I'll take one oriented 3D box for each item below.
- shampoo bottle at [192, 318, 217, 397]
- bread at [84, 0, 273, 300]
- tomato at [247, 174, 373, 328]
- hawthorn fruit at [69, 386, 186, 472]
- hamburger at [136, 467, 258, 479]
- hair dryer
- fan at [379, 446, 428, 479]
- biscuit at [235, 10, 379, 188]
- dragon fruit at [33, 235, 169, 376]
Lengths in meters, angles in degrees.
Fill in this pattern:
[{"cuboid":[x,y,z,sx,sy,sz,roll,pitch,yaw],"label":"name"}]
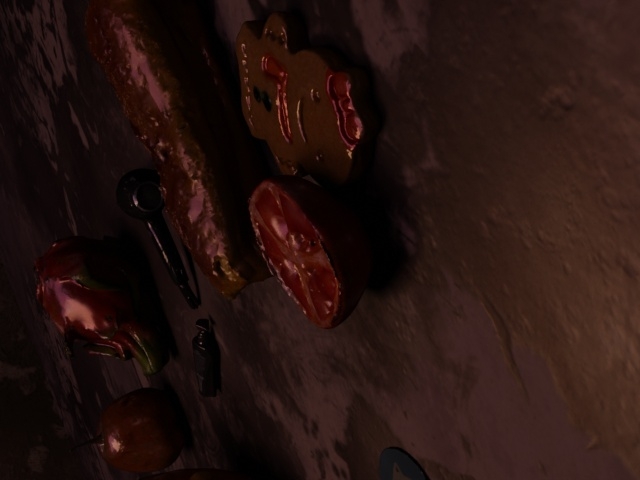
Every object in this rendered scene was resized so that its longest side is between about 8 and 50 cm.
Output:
[{"cuboid":[-0.166,0.170,1.396,0.048,0.027,0.137,31,136,35],"label":"shampoo bottle"},{"cuboid":[-0.156,-0.115,1.081,0.380,0.109,0.185,67,154,3],"label":"bread"},{"cuboid":[0.000,0.000,0.886,0.155,0.069,0.155,46,152,33],"label":"tomato"},{"cuboid":[-0.328,0.327,1.673,0.149,0.189,0.149,-174,90,-82],"label":"hawthorn fruit"},{"cuboid":[-0.195,0.473,1.298,0.396,0.396,0.277,15,121,60],"label":"hamburger"},{"cuboid":[-0.227,0.001,1.375,0.219,0.075,0.195,67,166,-11],"label":"hair dryer"},{"cuboid":[0.097,0.291,0.979,0.113,0.005,0.175,19,125,59],"label":"fan"},{"cuboid":[-0.020,-0.122,0.886,0.225,0.036,0.166,40,140,47],"label":"biscuit"},{"cuboid":[-0.365,0.113,1.598,0.200,0.198,0.269,-12,111,54],"label":"dragon fruit"}]
